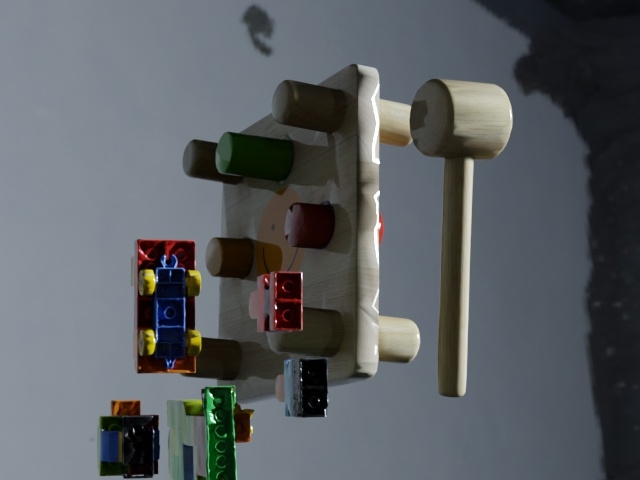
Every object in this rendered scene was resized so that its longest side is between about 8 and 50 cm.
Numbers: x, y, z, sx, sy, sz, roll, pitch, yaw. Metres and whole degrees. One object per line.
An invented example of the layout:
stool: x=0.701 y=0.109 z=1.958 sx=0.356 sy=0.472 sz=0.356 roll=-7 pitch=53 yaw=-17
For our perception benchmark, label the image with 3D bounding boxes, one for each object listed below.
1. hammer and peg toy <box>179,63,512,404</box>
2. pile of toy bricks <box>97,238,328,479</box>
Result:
hammer and peg toy: x=0.000 y=0.000 z=1.059 sx=0.127 sy=0.361 sz=0.266 roll=8 pitch=76 yaw=-28
pile of toy bricks: x=-0.068 y=0.110 z=0.714 sx=0.118 sy=0.105 sz=0.212 roll=2 pitch=83 yaw=-19
